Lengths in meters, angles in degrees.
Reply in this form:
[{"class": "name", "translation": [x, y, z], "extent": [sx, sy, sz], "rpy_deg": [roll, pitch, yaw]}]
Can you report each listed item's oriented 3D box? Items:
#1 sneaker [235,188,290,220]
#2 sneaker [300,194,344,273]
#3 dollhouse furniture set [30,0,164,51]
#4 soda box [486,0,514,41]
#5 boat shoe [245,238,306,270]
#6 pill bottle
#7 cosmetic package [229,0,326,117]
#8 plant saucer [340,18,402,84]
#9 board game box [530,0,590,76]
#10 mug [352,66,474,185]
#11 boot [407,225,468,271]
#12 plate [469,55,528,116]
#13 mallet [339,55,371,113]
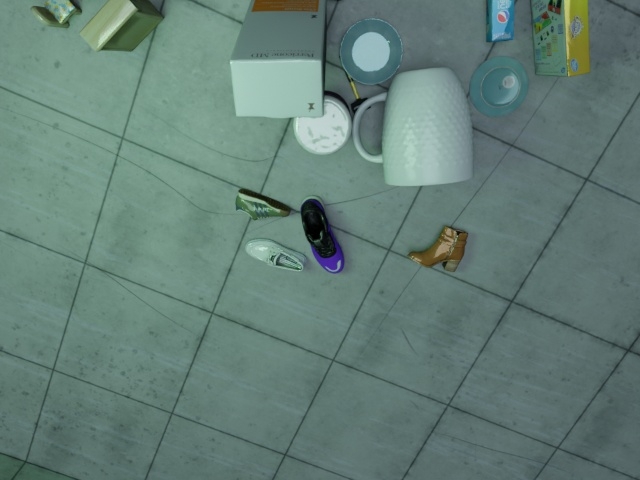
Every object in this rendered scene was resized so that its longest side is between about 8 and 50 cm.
[{"class": "sneaker", "translation": [-0.205, -0.106, 1.819], "extent": [0.192, 0.064, 0.086], "rpy_deg": [21, 116, -5]}, {"class": "sneaker", "translation": [-0.001, 0.000, 1.800], "extent": [0.102, 0.146, 0.293], "rpy_deg": [-20, 107, 9]}, {"class": "dollhouse furniture set", "translation": [-0.682, -0.752, 1.504], "extent": [0.362, 0.256, 0.394], "rpy_deg": [-39, 104, 13]}, {"class": "soda box", "translation": [0.539, -0.710, 1.575], "extent": [0.067, 0.071, 0.210], "rpy_deg": [-4, 109, 4]}, {"class": "boat shoe", "translation": [-0.159, 0.052, 1.860], "extent": [0.226, 0.076, 0.083], "rpy_deg": [13, 109, -2]}, {"class": "pill bottle", "translation": [0.011, -0.365, 1.590], "extent": [0.169, 0.301, 0.169], "rpy_deg": [1, 110, 2]}, {"class": "cosmetic package", "translation": [-0.099, -0.522, 1.451], "extent": [0.230, 0.453, 0.161], "rpy_deg": [0, 134, 1]}, {"class": "plant saucer", "translation": [0.158, -0.590, 1.645], "extent": [0.195, 0.037, 0.195], "rpy_deg": [0, 106, 0]}, {"class": "board game box", "translation": [0.683, -0.640, 1.507], "extent": [0.064, 0.242, 0.316], "rpy_deg": [-11, 109, 4]}, {"class": "mug", "translation": [0.278, -0.348, 1.620], "extent": [0.374, 0.276, 0.328], "rpy_deg": [0, 103, 21]}, {"class": "boot", "translation": [0.412, 0.019, 1.836], "extent": [0.197, 0.073, 0.152], "rpy_deg": [10, 111, -14]}, {"class": "plate", "translation": [0.573, -0.490, 1.676], "extent": [0.188, 0.024, 0.188], "rpy_deg": [1, 109, 3]}, {"class": "mallet", "translation": [0.094, -0.499, 1.686], "extent": [0.062, 0.039, 0.189], "rpy_deg": [-29, 102, 8]}]
